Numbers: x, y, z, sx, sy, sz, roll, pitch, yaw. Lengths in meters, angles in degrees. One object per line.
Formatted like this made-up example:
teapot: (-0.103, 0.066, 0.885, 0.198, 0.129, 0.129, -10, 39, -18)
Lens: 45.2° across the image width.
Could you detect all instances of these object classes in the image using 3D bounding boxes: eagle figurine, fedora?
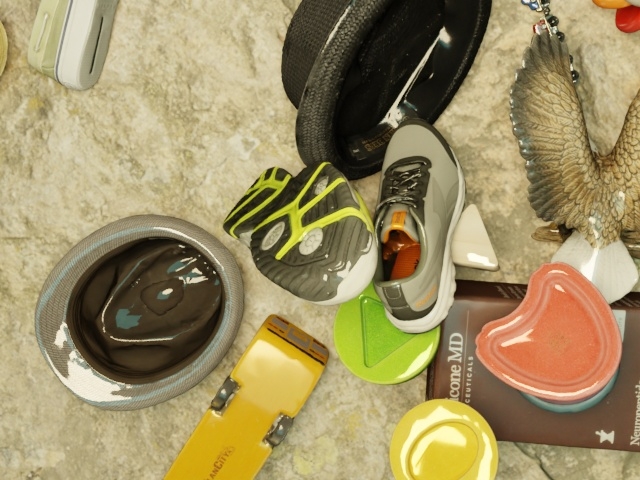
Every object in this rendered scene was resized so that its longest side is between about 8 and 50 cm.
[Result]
eagle figurine: (0.346, -0.097, 0.946, 0.226, 0.298, 0.225, -30, 51, -24)
fedora: (-0.237, 0.090, 1.058, 0.275, 0.124, 0.244, -40, 95, -1)
fedora: (0.058, -0.244, 0.956, 0.152, 0.334, 0.334, 39, 99, 29)

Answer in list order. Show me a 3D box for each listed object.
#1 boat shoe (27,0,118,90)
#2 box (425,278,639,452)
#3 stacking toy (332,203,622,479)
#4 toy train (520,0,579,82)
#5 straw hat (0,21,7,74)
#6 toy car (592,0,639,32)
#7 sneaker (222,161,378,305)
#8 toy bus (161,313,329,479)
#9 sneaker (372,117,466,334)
boat shoe: (-0.318, -0.354, 1.021, 0.094, 0.109, 0.302, 20, 101, 4)
box: (0.337, 0.162, 1.019, 0.381, 0.143, 0.191, 3, 97, 6)
stacking toy: (0.183, 0.140, 0.931, 0.309, 0.130, 0.279, -39, 63, 2)
toy train: (0.302, -0.279, 1.023, 0.036, 0.027, 0.158, -21, 96, 17)
straw hat: (-0.493, -0.253, 1.068, 0.144, 0.061, 0.145, 1, 83, -5)
toy car: (0.430, -0.321, 0.961, 0.182, 0.159, 0.136, 4, 132, 3)
sneaker: (0.000, 0.000, 0.914, 0.147, 0.384, 0.145, 39, 90, -19)
toy bus: (-0.122, 0.273, 1.069, 0.108, 0.130, 0.333, 32, 98, -1)
sneaker: (0.109, -0.034, 0.890, 0.100, 0.108, 0.272, -9, 59, 24)
